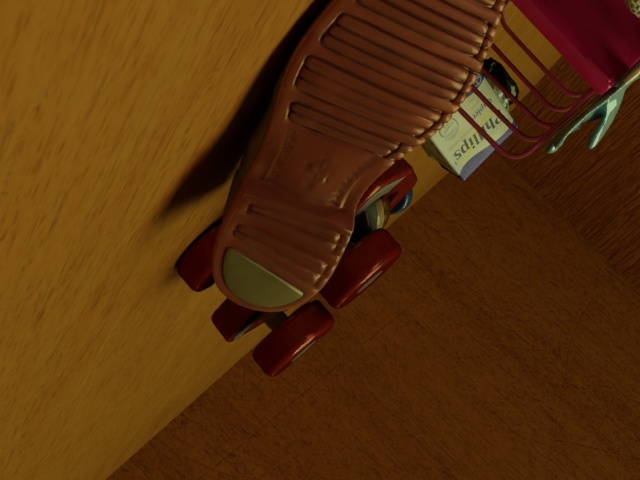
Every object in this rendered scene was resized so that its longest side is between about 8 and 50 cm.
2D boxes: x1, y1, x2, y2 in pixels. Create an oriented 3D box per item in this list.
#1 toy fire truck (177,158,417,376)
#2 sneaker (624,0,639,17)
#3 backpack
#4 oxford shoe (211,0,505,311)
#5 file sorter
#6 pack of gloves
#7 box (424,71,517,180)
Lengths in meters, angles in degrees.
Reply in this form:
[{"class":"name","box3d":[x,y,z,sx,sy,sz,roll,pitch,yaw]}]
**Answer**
[{"class":"toy fire truck","box3d":[0.000,0.000,1.171,0.302,0.169,0.254,-47,171,30]},{"class":"sneaker","box3d":[0.451,-0.412,1.092,0.366,0.210,0.137,-31,155,6]},{"class":"backpack","box3d":[0.238,-0.213,1.678,0.182,0.115,0.152,-41,-177,5]},{"class":"oxford shoe","box3d":[0.016,-0.124,0.867,0.397,0.140,0.146,-53,-158,27]},{"class":"file sorter","box3d":[0.300,-0.265,1.363,0.182,0.202,0.290,-45,175,39]},{"class":"pack of gloves","box3d":[0.391,-0.186,1.290,0.232,0.046,0.195,-42,176,27]},{"class":"box","box3d":[0.215,-0.187,1.556,0.126,0.137,0.072,-45,-146,-2]}]
